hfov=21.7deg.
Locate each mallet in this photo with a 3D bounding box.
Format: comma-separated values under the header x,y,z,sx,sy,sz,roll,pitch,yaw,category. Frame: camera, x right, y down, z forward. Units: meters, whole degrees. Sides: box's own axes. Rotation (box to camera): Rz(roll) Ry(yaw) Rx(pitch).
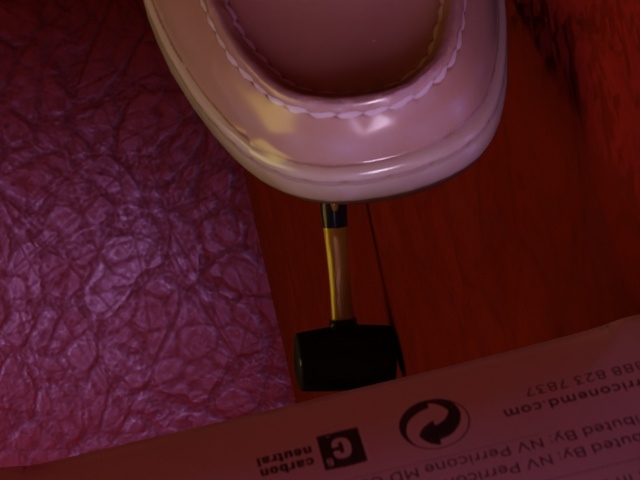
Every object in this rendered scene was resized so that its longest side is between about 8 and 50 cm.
x,y,z,sx,sy,sz,roll,pitch,yaw,category
0.000,0.000,0.991,0.039,0.062,0.190,-121,19,-79,mallet

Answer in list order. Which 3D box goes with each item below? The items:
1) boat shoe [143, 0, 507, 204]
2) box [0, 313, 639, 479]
x,y,z,sx,sy,sz,roll,pitch,yaw,category
-0.013,-0.150,0.508,0.098,0.109,0.302,82,178,-58,boat shoe
0.024,0.131,0.362,0.182,0.181,0.119,-108,7,-50,box
